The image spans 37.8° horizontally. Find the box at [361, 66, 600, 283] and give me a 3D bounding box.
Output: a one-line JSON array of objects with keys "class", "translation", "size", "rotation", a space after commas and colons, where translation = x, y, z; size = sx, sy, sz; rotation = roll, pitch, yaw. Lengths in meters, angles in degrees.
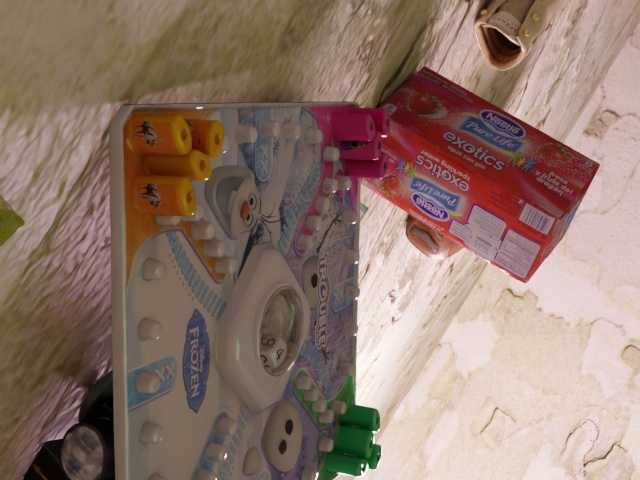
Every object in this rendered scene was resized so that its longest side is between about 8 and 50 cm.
[{"class": "box", "translation": [0.187, -0.083, 1.148], "size": [0.122, 0.257, 0.128], "rotation": [-44, 159, -36]}]

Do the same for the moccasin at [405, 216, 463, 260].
[{"class": "moccasin", "translation": [0.284, -0.096, 1.679], "size": [0.380, 0.139, 0.147], "rotation": [-24, 152, -48]}]

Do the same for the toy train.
[{"class": "toy train", "translation": [-0.140, 0.217, 0.891], "size": [0.190, 0.142, 0.334], "rotation": [-57, 156, 11]}]

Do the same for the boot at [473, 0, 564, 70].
[{"class": "boot", "translation": [0.297, -0.366, 1.275], "size": [0.203, 0.095, 0.262], "rotation": [-53, 168, -16]}]

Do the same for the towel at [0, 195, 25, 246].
[{"class": "towel", "translation": [-0.254, 0.060, 0.497], "size": [0.237, 0.021, 0.102], "rotation": [-55, 165, -15]}]

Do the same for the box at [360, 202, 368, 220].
[{"class": "box", "translation": [0.000, 0.000, 1.127], "size": [0.179, 0.043, 0.105], "rotation": [-61, 164, 1]}]

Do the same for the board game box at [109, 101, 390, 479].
[{"class": "board game box", "translation": [-0.035, 0.078, 0.807], "size": [0.390, 0.050, 0.389], "rotation": [-17, 110, -62]}]
